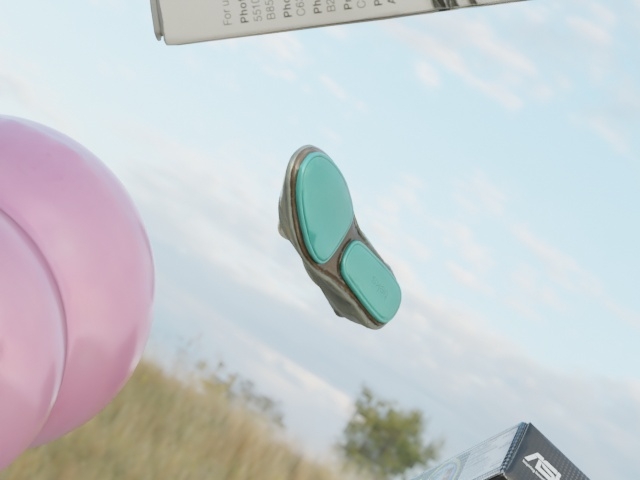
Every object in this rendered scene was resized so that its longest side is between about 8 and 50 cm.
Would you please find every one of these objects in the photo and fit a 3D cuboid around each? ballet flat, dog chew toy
[{"bbox_3d":[0.000,0.000,1.234,0.068,0.072,0.213,14,-30,36],"label":"ballet flat"},{"bbox_3d":[-0.218,0.048,0.831,0.206,0.206,0.332,32,20,3],"label":"dog chew toy"}]

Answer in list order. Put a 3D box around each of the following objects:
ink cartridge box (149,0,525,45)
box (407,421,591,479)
[{"bbox_3d":[0.037,-0.143,0.571,0.203,0.086,0.148,-6,24,1],"label":"ink cartridge box"},{"bbox_3d":[0.142,0.276,1.214,0.216,0.060,0.270,43,-43,-9],"label":"box"}]
